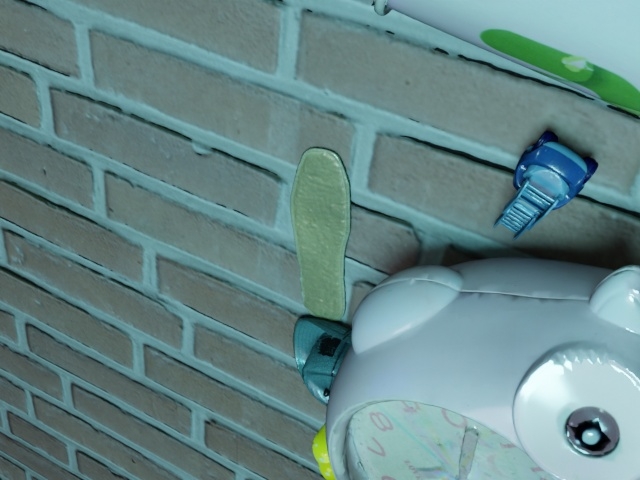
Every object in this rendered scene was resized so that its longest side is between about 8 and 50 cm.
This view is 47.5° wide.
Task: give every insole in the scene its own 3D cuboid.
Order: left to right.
[{"bbox_3d":[0.000,0.000,0.882,0.081,0.011,0.248,14,126,23],"label":"insole"}]

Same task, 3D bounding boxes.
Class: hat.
[{"bbox_3d":[0.032,0.176,0.933,0.191,0.078,0.138,20,131,20],"label":"hat"}]

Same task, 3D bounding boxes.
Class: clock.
[{"bbox_3d":[0.209,0.165,0.708,0.376,0.250,0.368,-27,103,47],"label":"clock"}]

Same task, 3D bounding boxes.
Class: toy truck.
[{"bbox_3d":[0.208,-0.047,0.698,0.063,0.074,0.136,35,172,9],"label":"toy truck"}]

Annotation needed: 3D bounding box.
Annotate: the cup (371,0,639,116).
[{"bbox_3d":[0.206,-0.207,0.485,0.274,0.253,0.253,29,131,0],"label":"cup"}]
